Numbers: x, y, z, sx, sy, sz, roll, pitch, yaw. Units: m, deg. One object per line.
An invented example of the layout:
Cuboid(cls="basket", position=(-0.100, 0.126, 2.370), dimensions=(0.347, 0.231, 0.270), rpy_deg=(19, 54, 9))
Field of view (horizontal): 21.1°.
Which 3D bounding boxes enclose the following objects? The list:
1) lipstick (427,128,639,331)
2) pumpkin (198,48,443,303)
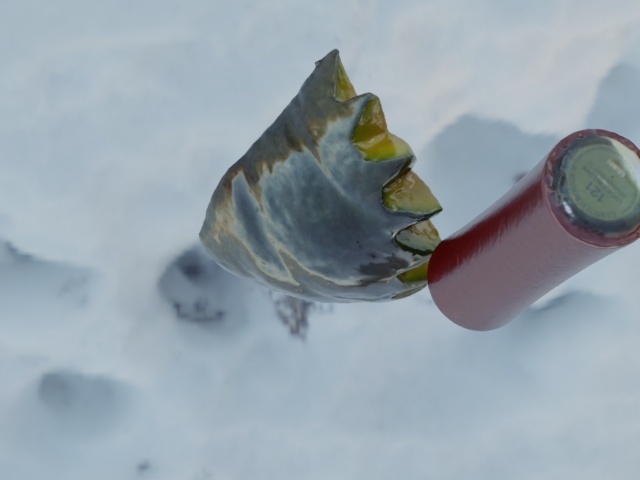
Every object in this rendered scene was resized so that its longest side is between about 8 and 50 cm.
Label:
Cuboid(cls="lipstick", position=(0.142, -0.001, 1.146), dimensions=(0.080, 0.080, 0.241), rpy_deg=(10, 162, -13))
Cuboid(cls="pumpkin", position=(0.000, 0.000, 1.290), dimensions=(0.149, 0.130, 0.254), rpy_deg=(-27, 147, -12))
